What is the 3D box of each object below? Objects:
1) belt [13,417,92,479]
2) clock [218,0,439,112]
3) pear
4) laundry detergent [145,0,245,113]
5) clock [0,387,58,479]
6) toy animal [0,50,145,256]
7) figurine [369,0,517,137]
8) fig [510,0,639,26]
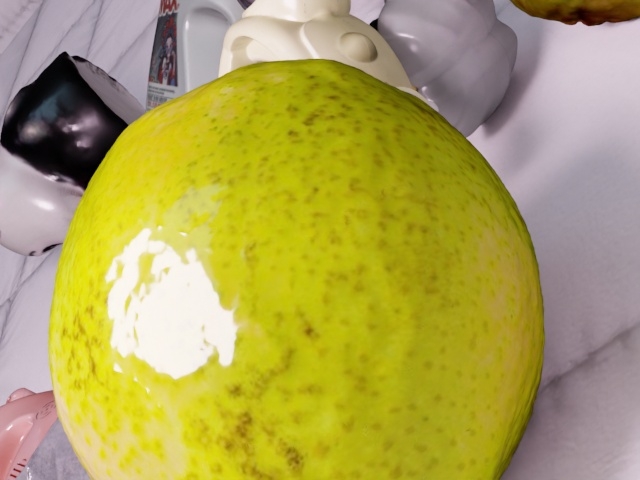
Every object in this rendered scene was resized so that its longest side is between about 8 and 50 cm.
[{"bbox_3d":[-0.211,0.236,1.427,0.289,0.164,0.184,-50,-2,21],"label":"belt"},{"bbox_3d":[-0.018,-0.091,1.252,0.276,0.120,0.379,43,134,38],"label":"clock"},{"bbox_3d":[-0.012,0.075,0.973,0.391,0.391,0.391,-44,27,30],"label":"pear"},{"bbox_3d":[-0.128,-0.267,1.700,0.264,0.125,0.397,-159,72,-63],"label":"laundry detergent"},{"bbox_3d":[-0.331,0.280,1.632,0.241,0.142,0.227,-11,52,55],"label":"clock"},{"bbox_3d":[-0.421,-0.119,2.185,0.310,0.251,0.251,-46,25,10],"label":"toy animal"},{"bbox_3d":[0.080,-0.151,1.319,0.236,0.176,0.133,-21,26,44],"label":"figurine"},{"bbox_3d":[0.227,-0.260,1.167,0.144,0.165,0.154,-30,49,-18],"label":"fig"}]
